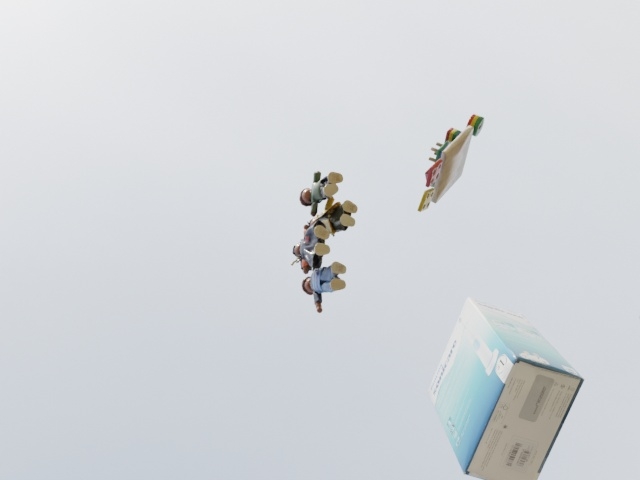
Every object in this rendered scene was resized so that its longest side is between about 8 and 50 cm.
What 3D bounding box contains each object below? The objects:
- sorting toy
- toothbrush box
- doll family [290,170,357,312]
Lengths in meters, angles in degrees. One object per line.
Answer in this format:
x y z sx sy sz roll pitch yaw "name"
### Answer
0.265 -0.165 1.486 0.046 0.132 0.274 26 -133 22 "sorting toy"
0.309 0.257 1.222 0.126 0.295 0.217 18 -78 -8 "toothbrush box"
0.000 0.000 0.959 0.076 0.111 0.193 22 -109 -23 "doll family"
